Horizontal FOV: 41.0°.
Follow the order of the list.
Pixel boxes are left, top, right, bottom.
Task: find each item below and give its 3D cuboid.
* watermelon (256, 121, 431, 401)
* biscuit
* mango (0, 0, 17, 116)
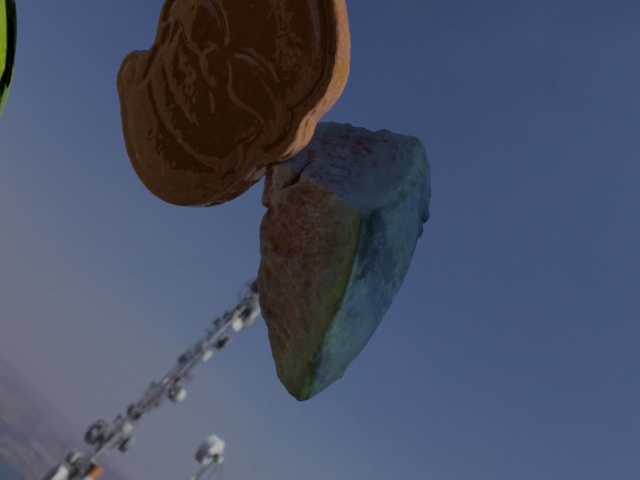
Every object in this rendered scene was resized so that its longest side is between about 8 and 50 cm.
[{"bbox_3d":[0.008,0.003,0.514,0.094,0.180,0.081,0,-23,22],"label":"watermelon"},{"bbox_3d":[-0.040,-0.071,0.356,0.130,0.019,0.102,-38,-113,30],"label":"biscuit"},{"bbox_3d":[-0.164,-0.099,0.318,0.074,0.091,0.165,160,-85,-84],"label":"mango"}]
